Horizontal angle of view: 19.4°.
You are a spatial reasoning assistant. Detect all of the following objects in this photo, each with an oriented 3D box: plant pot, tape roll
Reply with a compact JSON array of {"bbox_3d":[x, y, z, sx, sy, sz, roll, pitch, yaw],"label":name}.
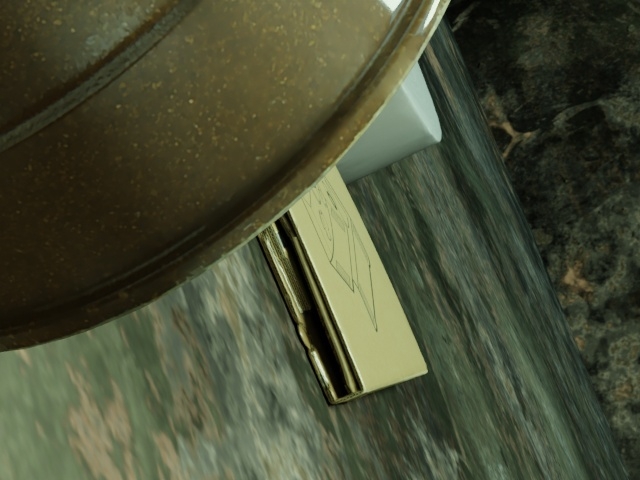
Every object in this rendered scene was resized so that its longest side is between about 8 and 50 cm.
[{"bbox_3d":[-0.081,-0.091,0.358,0.165,0.167,0.167,48,19,-38],"label":"plant pot"},{"bbox_3d":[-0.003,-0.145,1.143,0.219,0.072,0.219,61,11,-20],"label":"tape roll"}]

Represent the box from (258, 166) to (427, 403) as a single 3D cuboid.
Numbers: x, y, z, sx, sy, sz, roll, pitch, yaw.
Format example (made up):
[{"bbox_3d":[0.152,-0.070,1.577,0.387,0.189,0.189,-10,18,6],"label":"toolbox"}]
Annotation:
[{"bbox_3d":[0.000,0.000,0.952,0.164,0.021,0.201,67,10,6],"label":"box"}]
